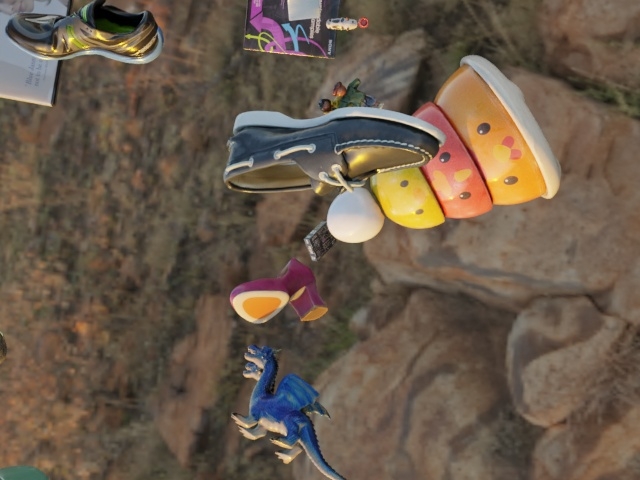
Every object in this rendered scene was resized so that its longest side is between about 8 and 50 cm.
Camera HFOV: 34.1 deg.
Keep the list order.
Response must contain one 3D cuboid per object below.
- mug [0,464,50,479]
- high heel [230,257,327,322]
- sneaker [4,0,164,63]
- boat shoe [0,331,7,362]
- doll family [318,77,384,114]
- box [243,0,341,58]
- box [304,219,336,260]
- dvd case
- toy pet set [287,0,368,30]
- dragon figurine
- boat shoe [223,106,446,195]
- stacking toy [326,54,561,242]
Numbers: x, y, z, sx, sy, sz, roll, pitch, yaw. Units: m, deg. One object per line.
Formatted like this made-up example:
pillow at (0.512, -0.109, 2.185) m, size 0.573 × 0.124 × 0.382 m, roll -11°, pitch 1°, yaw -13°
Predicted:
mug at (-0.488, 0.434, 1.668) m, size 0.129 × 0.097 × 0.157 m, roll 51°, pitch 120°, yaw 27°
high heel at (-0.082, 0.066, 1.690) m, size 0.082 × 0.244 × 0.117 m, roll -44°, pitch 63°, yaw 26°
sneaker at (-0.282, -0.258, 1.248) m, size 0.078 × 0.188 × 0.067 m, roll 90°, pitch -176°, yaw -53°
boat shoe at (-0.598, 0.130, 1.570) m, size 0.305 × 0.091 × 0.109 m, roll 7°, pitch 46°, yaw 30°
doll family at (0.025, -0.196, 1.848) m, size 0.193 × 0.111 × 0.076 m, roll -63°, pitch 2°, yaw 0°
box at (-0.048, -0.380, 1.806) m, size 0.029 × 0.162 × 0.116 m, roll -83°, pitch -1°, yaw -74°
box at (0.000, 0.000, 2.527) m, size 0.018 × 0.083 × 0.067 m, roll 7°, pitch 131°, yaw 40°
dvd case at (-0.478, -0.296, 1.442) m, size 0.022 × 0.253 × 0.180 m, roll -156°, pitch 76°, yaw -85°
toy pet set at (0.010, -0.343, 1.408) m, size 0.065 × 0.114 × 0.122 m, roll -104°, pitch 8°, yaw -77°
dragon figurine at (-0.041, 0.270, 1.667) m, size 0.289 × 0.085 × 0.144 m, roll 24°, pitch 63°, yaw 33°
boat shoe at (0.009, -0.095, 1.226) m, size 0.303 × 0.114 × 0.091 m, roll 1°, pitch 70°, yaw 44°
stacking toy at (0.232, -0.134, 2.218) m, size 0.480 × 0.350 × 0.350 m, roll -33°, pitch 44°, yaw 3°
